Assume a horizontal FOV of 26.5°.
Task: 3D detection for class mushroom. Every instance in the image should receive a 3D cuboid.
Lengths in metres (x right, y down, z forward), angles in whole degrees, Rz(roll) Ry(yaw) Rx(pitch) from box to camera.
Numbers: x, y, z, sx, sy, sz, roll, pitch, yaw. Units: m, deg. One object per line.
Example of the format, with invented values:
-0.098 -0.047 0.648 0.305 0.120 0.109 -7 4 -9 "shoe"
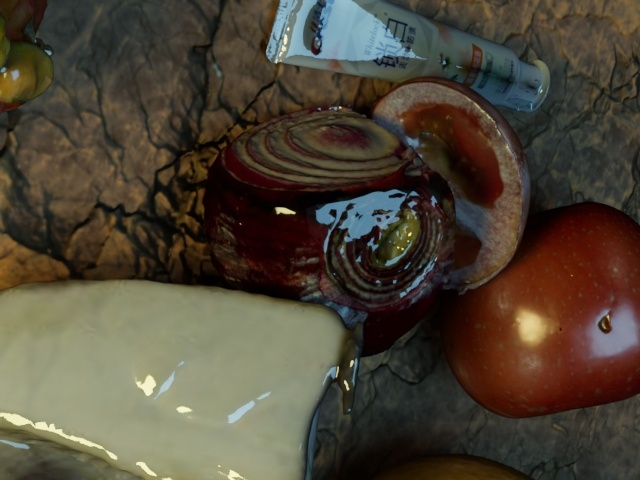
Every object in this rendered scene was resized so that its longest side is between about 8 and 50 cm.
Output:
-0.183 0.170 1.248 0.397 0.313 0.224 8 72 -3 "mushroom"

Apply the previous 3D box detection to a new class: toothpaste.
0.094 -0.195 1.389 0.323 0.066 0.100 11 100 -31 "toothpaste"

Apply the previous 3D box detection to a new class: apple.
0.259 0.075 1.470 0.260 0.260 0.216 -13 89 -30 "apple"

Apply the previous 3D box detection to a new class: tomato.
0.140 -0.062 1.384 0.112 0.199 0.228 -32 151 -46 "tomato"

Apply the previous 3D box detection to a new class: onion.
-0.005 0.002 1.297 0.207 0.216 0.206 -14 119 -20 "onion"

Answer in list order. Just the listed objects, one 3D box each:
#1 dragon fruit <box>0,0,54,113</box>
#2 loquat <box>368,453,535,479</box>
-0.312 -0.171 0.993 0.296 0.263 0.314 -17 114 -29 "dragon fruit"
0.144 0.390 1.466 0.328 0.328 0.328 -12 112 -31 "loquat"
